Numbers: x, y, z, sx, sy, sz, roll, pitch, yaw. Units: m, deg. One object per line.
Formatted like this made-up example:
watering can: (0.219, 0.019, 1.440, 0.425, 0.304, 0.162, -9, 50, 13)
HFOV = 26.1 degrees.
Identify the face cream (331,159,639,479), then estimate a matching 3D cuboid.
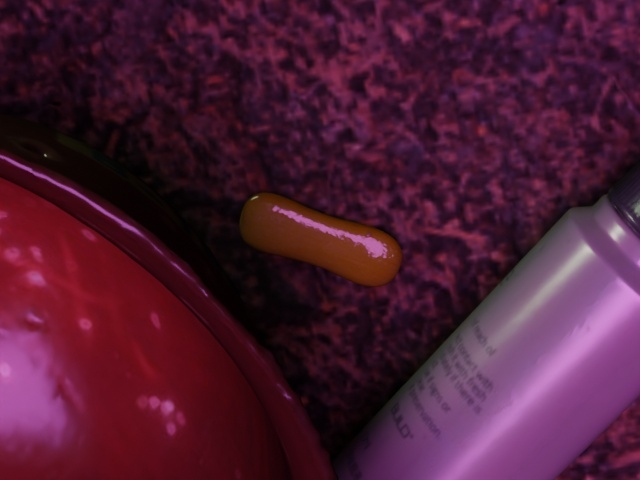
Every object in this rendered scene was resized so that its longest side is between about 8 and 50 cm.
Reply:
face cream: (0.121, 0.052, 0.693, 0.092, 0.092, 0.311, 38, 109, -6)

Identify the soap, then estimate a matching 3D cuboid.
soap: (0.000, 0.000, 0.732, 0.089, 0.012, 0.034, 20, 110, 1)

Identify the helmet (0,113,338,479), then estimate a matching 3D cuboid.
helmet: (-0.156, 0.089, 0.668, 0.385, 0.230, 0.337, 42, 107, -15)
